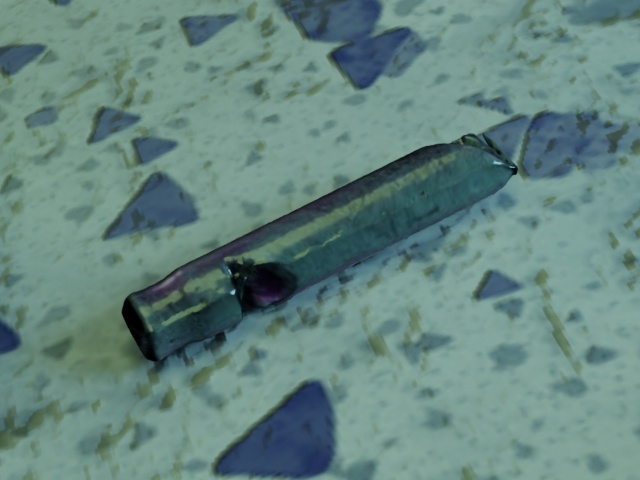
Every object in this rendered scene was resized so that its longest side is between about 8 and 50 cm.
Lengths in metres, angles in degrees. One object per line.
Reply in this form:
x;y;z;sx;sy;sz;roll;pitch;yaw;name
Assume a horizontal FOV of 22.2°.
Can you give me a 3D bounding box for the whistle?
0.000;0.000;0.679;0.176;0.033;0.033;-27;44;-13;whistle
